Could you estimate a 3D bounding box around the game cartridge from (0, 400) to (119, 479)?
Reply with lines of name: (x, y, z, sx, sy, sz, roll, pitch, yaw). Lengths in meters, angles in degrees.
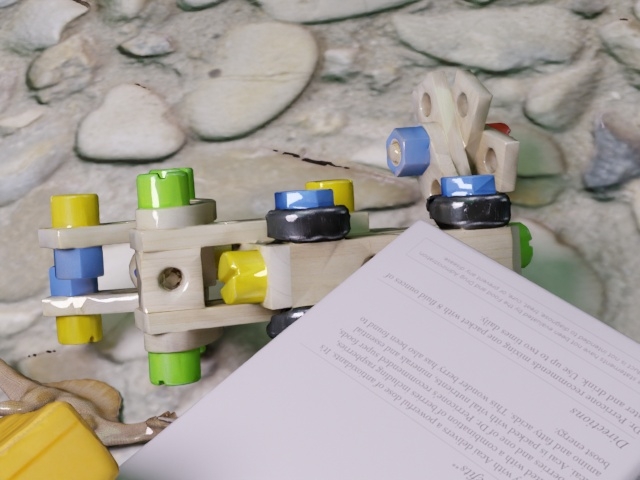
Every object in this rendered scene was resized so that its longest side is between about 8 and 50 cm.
game cartridge: (-0.247, 0.183, 0.558, 0.285, 0.323, 0.053, -40, 95, -27)

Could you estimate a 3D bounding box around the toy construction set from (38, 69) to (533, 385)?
toy construction set: (0.000, 0.000, 0.780, 0.327, 0.151, 0.215, -20, 9, -20)

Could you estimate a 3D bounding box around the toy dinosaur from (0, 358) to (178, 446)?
toy dinosaur: (-0.170, 0.107, 0.780, 0.183, 0.053, 0.092, 21, 37, 20)

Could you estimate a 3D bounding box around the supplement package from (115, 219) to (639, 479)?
supplement package: (0.018, 0.165, 0.579, 0.293, 0.175, 0.177, -38, 50, -26)
